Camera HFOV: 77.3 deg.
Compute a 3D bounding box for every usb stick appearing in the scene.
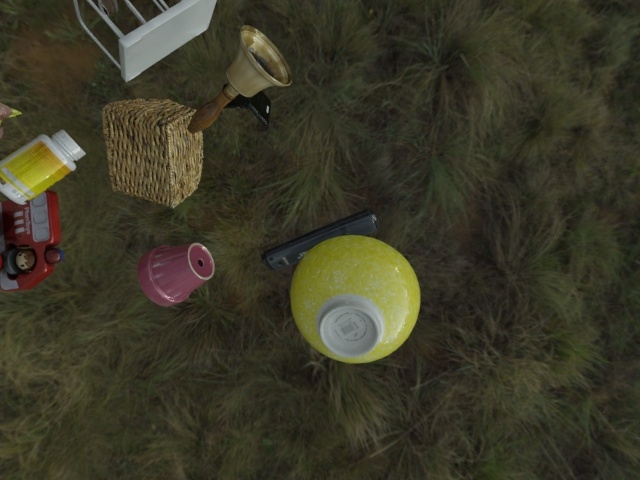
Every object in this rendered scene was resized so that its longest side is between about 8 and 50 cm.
[{"bbox_3d":[0.000,0.000,0.920,0.278,0.077,0.045,-22,62,5],"label":"usb stick"}]

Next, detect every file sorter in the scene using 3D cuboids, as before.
[{"bbox_3d":[-0.417,-0.560,0.958,0.277,0.193,0.173,-46,106,-19],"label":"file sorter"}]

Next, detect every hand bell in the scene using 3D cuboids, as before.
[{"bbox_3d":[-0.186,-0.286,0.787,0.242,0.126,0.126,-30,98,29],"label":"hand bell"}]

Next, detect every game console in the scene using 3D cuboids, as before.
[{"bbox_3d":[-0.181,-0.331,0.974,0.071,0.122,0.107,-25,132,23],"label":"game console"}]

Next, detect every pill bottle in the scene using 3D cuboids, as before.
[{"bbox_3d":[-0.753,-0.203,1.074,0.215,0.117,0.117,-43,98,-15],"label":"pill bottle"}]

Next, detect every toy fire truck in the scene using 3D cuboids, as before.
[{"bbox_3d":[-0.937,0.004,1.265,0.254,0.169,0.301,-9,85,13],"label":"toy fire truck"}]

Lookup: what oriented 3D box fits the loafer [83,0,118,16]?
[{"bbox_3d":[-0.877,-0.926,1.425,0.134,0.366,0.130,37,89,9],"label":"loafer"}]

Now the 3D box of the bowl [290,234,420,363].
[{"bbox_3d":[0.064,0.148,0.823,0.290,0.156,0.289,3,110,8],"label":"bowl"}]

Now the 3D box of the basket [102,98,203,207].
[{"bbox_3d":[-0.516,-0.291,1.267,0.223,0.213,0.298,16,126,6],"label":"basket"}]

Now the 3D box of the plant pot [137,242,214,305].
[{"bbox_3d":[-0.464,0.096,1.327,0.180,0.201,0.201,-22,96,19],"label":"plant pot"}]

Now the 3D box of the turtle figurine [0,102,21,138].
[{"bbox_3d":[-0.697,-0.174,0.824,0.087,0.270,0.217,17,83,-34],"label":"turtle figurine"}]
